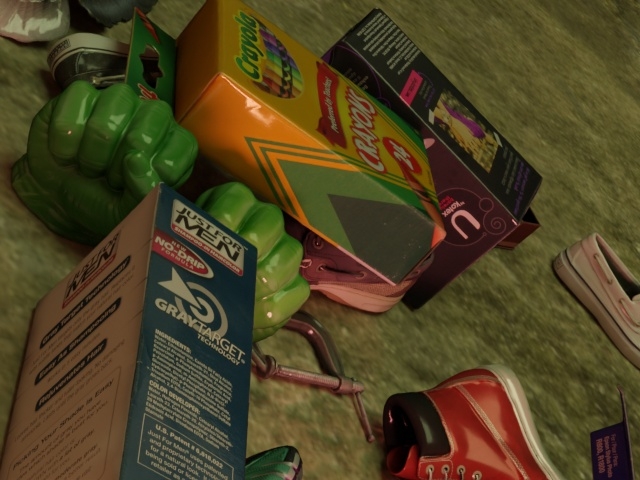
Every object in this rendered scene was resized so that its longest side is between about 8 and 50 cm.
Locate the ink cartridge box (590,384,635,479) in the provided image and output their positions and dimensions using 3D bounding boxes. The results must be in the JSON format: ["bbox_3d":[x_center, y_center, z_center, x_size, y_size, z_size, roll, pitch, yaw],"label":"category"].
[{"bbox_3d":[0.293,0.295,1.536,0.223,0.045,0.224,-82,162,-55],"label":"ink cartridge box"}]

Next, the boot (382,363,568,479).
[{"bbox_3d":[0.152,0.247,1.500,0.176,0.088,0.244,-13,71,-43],"label":"boot"}]

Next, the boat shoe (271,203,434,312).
[{"bbox_3d":[0.000,0.000,1.564,0.285,0.092,0.103,18,40,-42],"label":"boat shoe"}]

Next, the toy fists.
[{"bbox_3d":[-0.133,-0.018,1.353,0.279,0.142,0.096,44,29,-7],"label":"toy fists"}]

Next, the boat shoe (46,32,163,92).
[{"bbox_3d":[-0.165,-0.144,1.541,0.219,0.078,0.070,3,51,-42],"label":"boat shoe"}]

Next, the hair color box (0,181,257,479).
[{"bbox_3d":[-0.139,0.136,1.123,0.105,0.174,0.347,35,32,-25],"label":"hair color box"}]

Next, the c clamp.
[{"bbox_3d":[-0.018,0.111,1.478,0.160,0.022,0.137,22,38,-40],"label":"c clamp"}]

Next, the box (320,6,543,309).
[{"bbox_3d":[0.084,-0.091,1.714,0.270,0.165,0.143,47,29,-4],"label":"box"}]

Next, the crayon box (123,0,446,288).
[{"bbox_3d":[-0.033,-0.113,1.479,0.318,0.081,0.202,33,24,-22],"label":"crayon box"}]

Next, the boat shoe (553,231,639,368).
[{"bbox_3d":[0.398,0.087,2.022,0.226,0.076,0.083,44,29,-9],"label":"boat shoe"}]

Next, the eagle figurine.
[{"bbox_3d":[-0.242,-0.324,1.584,0.298,0.225,0.226,-137,-140,-74],"label":"eagle figurine"}]

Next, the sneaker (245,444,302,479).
[{"bbox_3d":[-0.060,0.250,1.219,0.098,0.083,0.224,64,30,-15],"label":"sneaker"}]

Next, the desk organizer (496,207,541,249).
[{"bbox_3d":[0.219,-0.056,1.977,0.047,0.050,0.130,9,47,-49],"label":"desk organizer"}]
